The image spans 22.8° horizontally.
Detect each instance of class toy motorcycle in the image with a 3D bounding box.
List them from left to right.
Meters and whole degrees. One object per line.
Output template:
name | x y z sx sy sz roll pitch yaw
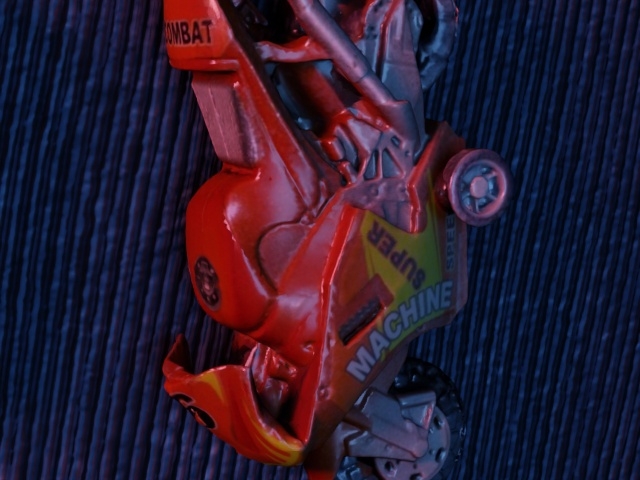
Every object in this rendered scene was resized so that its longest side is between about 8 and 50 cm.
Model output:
toy motorcycle | 0.001 0.000 0.769 0.171 0.089 0.298 -8 101 -22
